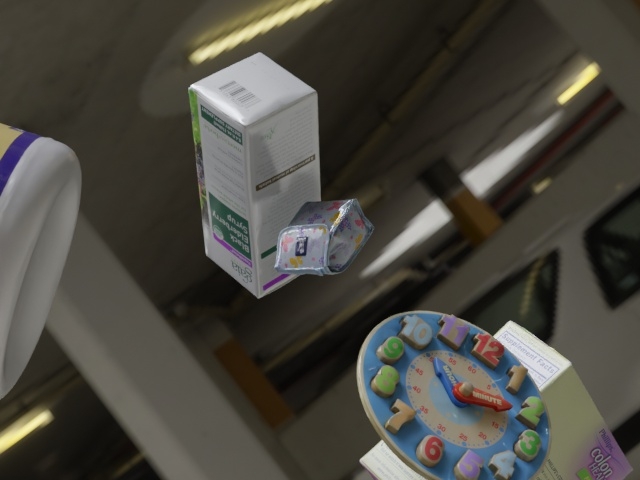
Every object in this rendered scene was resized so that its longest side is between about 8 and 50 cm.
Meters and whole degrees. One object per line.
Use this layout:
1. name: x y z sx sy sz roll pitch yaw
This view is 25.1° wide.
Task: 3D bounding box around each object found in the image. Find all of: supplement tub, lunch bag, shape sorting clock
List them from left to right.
1. supplement tub: -0.398 -0.015 1.244 0.241 0.331 0.241 -162 90 -89
2. lunch bag: 0.000 0.000 1.412 0.071 0.053 0.083 -1 44 43
3. shape sorting clock: 0.129 0.149 1.357 0.206 0.206 0.040 -29 -21 -49

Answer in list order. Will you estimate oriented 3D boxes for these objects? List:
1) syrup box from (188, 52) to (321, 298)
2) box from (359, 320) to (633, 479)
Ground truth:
1. syrup box: -0.064 -0.064 1.491 0.096 0.093 0.237 -30 -40 -28
2. box: 0.205 0.258 1.653 0.243 0.117 0.213 -42 -52 -8
